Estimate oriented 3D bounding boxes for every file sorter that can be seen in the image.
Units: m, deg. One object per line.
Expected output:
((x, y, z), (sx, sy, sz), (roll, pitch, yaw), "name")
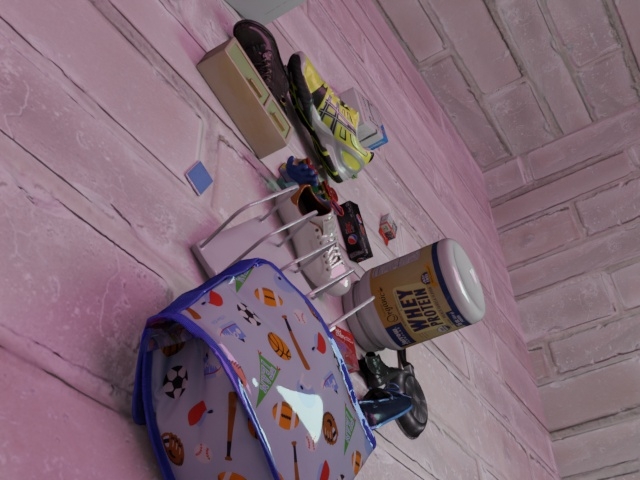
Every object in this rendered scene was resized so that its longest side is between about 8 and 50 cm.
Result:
((-0.063, 0.059, 1.394), (0.192, 0.173, 0.278), (-27, 81, -49), "file sorter")

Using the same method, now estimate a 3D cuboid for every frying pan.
((0.254, 0.407, 2.060), (0.197, 0.053, 0.326), (60, 26, -16), "frying pan")

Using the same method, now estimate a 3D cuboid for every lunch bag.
((-0.111, 0.242, 1.163), (0.328, 0.238, 0.386), (-36, 108, -65), "lunch bag")

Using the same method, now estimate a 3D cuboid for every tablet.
((-0.247, -0.127, 1.516), (0.054, 0.006, 0.083), (59, 23, -16), "tablet")

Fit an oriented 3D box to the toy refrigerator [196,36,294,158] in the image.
((-0.172, -0.341, 1.778), (0.270, 0.094, 0.102), (57, 24, -23), "toy refrigerator")

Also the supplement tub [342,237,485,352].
((0.239, 0.150, 1.916), (0.228, 0.316, 0.228), (48, 28, -37), "supplement tub")

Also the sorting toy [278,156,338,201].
((-0.023, -0.165, 2.000), (0.274, 0.046, 0.132), (-7, 75, -66), "sorting toy")

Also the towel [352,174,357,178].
((0.078, -0.280, 2.379), (0.113, 0.023, 0.152), (41, 35, -42), "towel")

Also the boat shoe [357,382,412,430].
((0.149, 0.386, 1.767), (0.089, 0.109, 0.258), (67, 20, 11), "boat shoe")

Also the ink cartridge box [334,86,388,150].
((0.140, -0.414, 2.555), (0.203, 0.085, 0.148), (23, 47, -60), "ink cartridge box")

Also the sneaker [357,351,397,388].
((0.144, 0.319, 1.888), (0.170, 0.051, 0.089), (-13, 84, -64), "sneaker")

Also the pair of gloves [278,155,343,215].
((-0.026, -0.126, 1.796), (0.023, 0.159, 0.198), (-45, 114, -20), "pair of gloves")

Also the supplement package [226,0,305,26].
((-0.172, -0.782, 2.072), (0.198, 0.199, 0.263), (30, 42, -54), "supplement package")

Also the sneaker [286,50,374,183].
((0.022, -0.361, 2.111), (0.385, 0.147, 0.145), (65, -7, -17), "sneaker")

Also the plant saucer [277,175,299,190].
((-0.036, -0.098, 1.899), (0.192, 0.018, 0.067), (52, 51, -23), "plant saucer")

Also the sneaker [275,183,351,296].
((0.000, 0.000, 1.760), (0.106, 0.123, 0.290), (-35, 96, -38), "sneaker")

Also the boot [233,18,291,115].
((-0.144, -0.421, 1.923), (0.263, 0.091, 0.229), (52, 26, -35), "boot")

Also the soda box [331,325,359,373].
((-0.019, 0.219, 1.581), (0.263, 0.083, 0.092), (36, 37, -52), "soda box")

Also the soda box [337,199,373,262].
((0.095, -0.025, 2.114), (0.060, 0.053, 0.169), (22, 49, -60), "soda box")

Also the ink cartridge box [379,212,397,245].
((0.223, -0.036, 2.442), (0.063, 0.029, 0.115), (58, 23, -20), "ink cartridge box")
